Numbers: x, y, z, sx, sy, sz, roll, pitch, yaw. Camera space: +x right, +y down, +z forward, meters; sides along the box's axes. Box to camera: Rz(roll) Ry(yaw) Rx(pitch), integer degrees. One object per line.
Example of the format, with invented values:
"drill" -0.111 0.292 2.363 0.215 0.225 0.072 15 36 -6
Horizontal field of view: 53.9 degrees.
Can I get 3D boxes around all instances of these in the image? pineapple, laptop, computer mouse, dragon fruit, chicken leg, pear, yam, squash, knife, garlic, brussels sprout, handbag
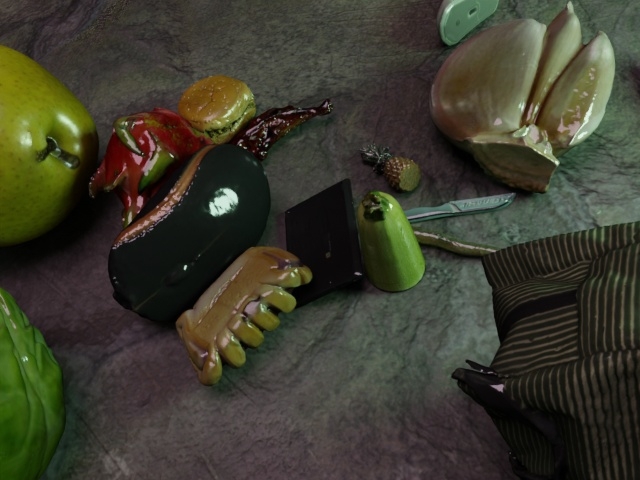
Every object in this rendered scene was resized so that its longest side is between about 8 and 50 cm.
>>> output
"pineapple" 0.113 -0.125 1.061 0.058 0.058 0.124 -39 41 -13
"laptop" 0.000 0.000 0.986 0.135 0.016 0.197 -28 48 26
"computer mouse" -0.188 -0.016 0.980 0.116 0.183 0.323 9 56 48
"dragon fruit" -0.286 -0.099 1.078 0.198 0.200 0.269 2 84 3
"chicken leg" -0.081 -0.206 1.166 0.219 0.048 0.089 -34 57 -9
"pear" -0.595 -0.162 1.100 0.418 0.362 0.362 0 56 22
"computer mouse" 0.281 -0.453 1.214 0.182 0.089 0.056 -39 54 -14
"yam" 0.192 0.001 0.955 0.234 0.029 0.027 15 50 24
"squash" 0.090 -0.008 0.874 0.094 0.224 0.094 -6 61 12
"knife" 0.203 -0.049 0.997 0.210 0.015 0.028 -8 48 10
"garlic" 0.317 -0.234 1.022 0.279 0.132 0.325 11 62 22
"brussels sprout" -0.504 0.199 0.841 0.281 0.289 0.354 -18 80 4
"handbag" 0.300 0.140 0.660 0.240 0.340 0.247 -1 51 36

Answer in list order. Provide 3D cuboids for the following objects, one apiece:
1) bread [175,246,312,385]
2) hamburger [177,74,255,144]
"bread" -0.116 0.104 0.931 0.225 0.081 0.134 -48 45 -10
"hamburger" -0.204 -0.253 1.214 0.138 0.083 0.147 23 61 33
